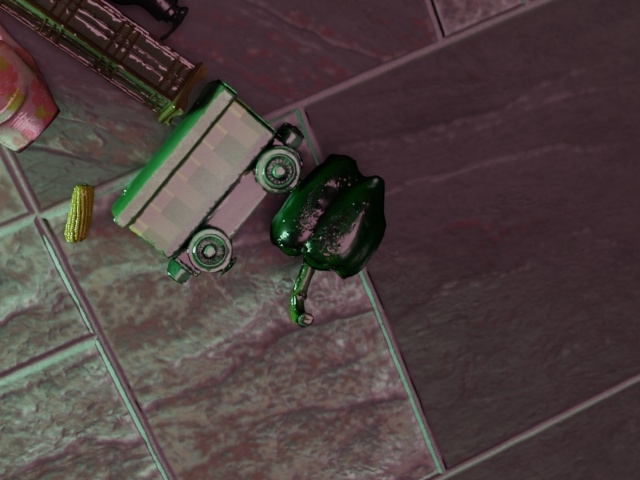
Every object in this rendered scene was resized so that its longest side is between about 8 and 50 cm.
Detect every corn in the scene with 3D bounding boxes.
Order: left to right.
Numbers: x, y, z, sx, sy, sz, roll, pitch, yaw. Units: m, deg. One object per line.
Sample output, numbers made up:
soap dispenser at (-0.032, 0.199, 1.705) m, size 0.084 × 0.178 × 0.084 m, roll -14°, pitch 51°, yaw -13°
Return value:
corn at (-0.368, -0.041, 1.353) m, size 0.037 × 0.037 × 0.092 m, roll 9°, pitch 97°, yaw -15°

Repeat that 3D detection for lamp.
lamp at (-0.325, -0.297, 1.269) m, size 0.325 × 0.090 × 0.089 m, roll 34°, pitch 68°, yaw -17°

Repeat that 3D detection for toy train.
toy train at (-0.165, -0.085, 1.352) m, size 0.202 × 0.120 × 0.301 m, roll 39°, pitch 91°, yaw -14°

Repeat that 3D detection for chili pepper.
chili pepper at (0.000, 0.000, 1.379) m, size 0.165 × 0.174 × 0.261 m, roll 34°, pitch 87°, yaw -15°

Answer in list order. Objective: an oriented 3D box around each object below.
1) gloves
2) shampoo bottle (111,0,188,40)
gloves at (-0.484, -0.243, 1.242) m, size 0.145 × 0.126 × 0.241 m, roll -44°, pitch 114°, yaw 1°
shampoo bottle at (-0.302, -0.412, 1.258) m, size 0.284 × 0.101 × 0.101 m, roll 43°, pitch 89°, yaw -18°
